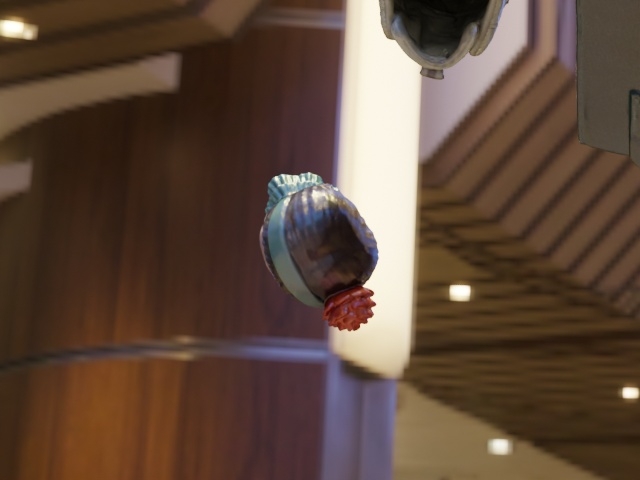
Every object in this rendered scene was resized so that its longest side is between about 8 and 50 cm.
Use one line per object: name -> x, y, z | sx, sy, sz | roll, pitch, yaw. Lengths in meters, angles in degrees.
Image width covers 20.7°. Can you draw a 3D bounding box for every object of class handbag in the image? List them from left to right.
handbag -> 0.376, -0.143, 1.524 | 0.326, 0.089, 0.238 | 23, -49, 34

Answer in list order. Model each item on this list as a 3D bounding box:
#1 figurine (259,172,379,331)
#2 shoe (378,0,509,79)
figurine -> 0.000, 0.000, 1.750 | 0.138, 0.110, 0.245 | 46, 6, -12
shoe -> 0.105, -0.228, 1.546 | 0.132, 0.211, 0.342 | 10, -24, 5
